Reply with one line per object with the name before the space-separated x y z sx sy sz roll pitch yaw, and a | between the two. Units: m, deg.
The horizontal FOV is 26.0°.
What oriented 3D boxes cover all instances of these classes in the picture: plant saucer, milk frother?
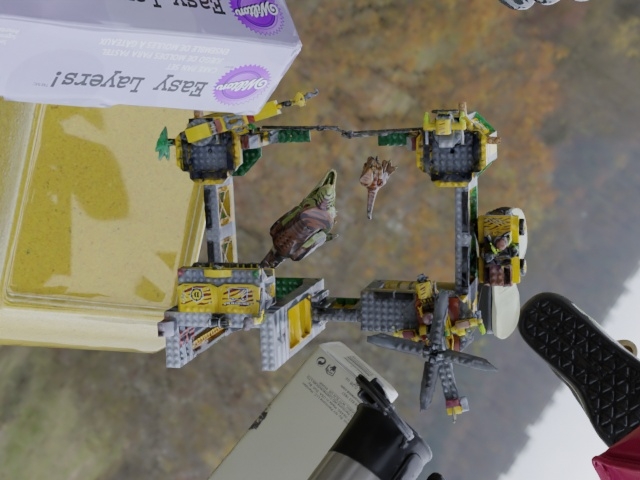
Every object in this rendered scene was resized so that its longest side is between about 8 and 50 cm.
plant saucer | -0.218 -0.048 1.347 0.332 0.081 0.333 8 96 -48
milk frother | 0.028 0.204 1.224 0.129 0.143 0.135 6 -128 52

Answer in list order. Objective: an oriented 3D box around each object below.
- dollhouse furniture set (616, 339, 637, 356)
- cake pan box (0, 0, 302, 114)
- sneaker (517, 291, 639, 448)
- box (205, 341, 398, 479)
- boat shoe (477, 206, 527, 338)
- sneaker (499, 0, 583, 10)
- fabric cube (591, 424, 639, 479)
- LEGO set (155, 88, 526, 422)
dollhouse furniture set | 0.402 0.133 1.594 0.123 0.151 0.144 47 35 -57
cake pan box | -0.157 -0.187 0.760 0.266 0.246 0.070 1 148 -35
sneaker | 0.298 0.143 1.441 0.084 0.235 0.097 -40 153 8
box | -0.042 0.242 1.510 0.275 0.094 0.113 -50 168 6
boat shoe | 0.163 0.027 1.289 0.049 0.042 0.133 -24 128 -39
sneaker | 0.108 -0.201 0.622 0.296 0.146 0.105 56 28 -54
fabric cube | 0.398 0.198 0.963 0.258 0.259 0.254 -30 -172 -18
LEGO set | 0.000 0.000 1.163 0.192 0.331 0.255 -32 129 -73
